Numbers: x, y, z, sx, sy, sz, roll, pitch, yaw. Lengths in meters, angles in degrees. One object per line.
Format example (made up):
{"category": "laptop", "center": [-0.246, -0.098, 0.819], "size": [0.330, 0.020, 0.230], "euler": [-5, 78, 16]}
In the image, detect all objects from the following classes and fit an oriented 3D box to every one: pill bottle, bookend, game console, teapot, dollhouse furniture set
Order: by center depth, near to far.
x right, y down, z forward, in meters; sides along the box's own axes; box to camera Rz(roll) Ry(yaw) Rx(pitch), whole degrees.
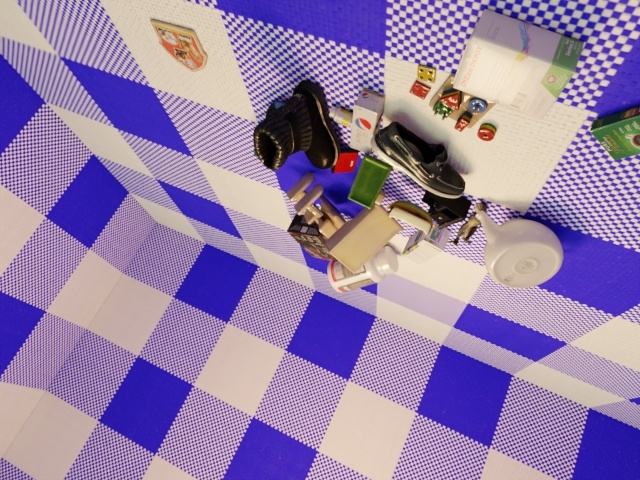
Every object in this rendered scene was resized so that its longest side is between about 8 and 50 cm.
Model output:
{"category": "pill bottle", "center": [0.071, -0.384, 1.462], "size": [0.083, 0.043, 0.043], "euler": [26, 161, 4]}
{"category": "teapot", "center": [0.654, 0.021, 1.541], "size": [0.252, 0.187, 0.256], "euler": [-9, 130, 13]}
{"category": "dollhouse furniture set", "center": [0.265, -0.162, 1.566], "size": [0.301, 0.151, 0.197], "euler": [26, -161, 6]}
{"category": "bookend", "center": [0.410, -0.123, 1.639], "size": [0.157, 0.072, 0.156], "euler": [32, 160, -12]}
{"category": "game console", "center": [0.064, -0.312, 1.697], "size": [0.124, 0.085, 0.144], "euler": [-4, 161, -5]}
{"category": "dollhouse furniture set", "center": [0.112, -0.096, 1.887], "size": [0.362, 0.256, 0.394], "euler": [41, -170, -32]}
{"category": "pill bottle", "center": [0.206, 0.133, 2.274], "size": [0.318, 0.176, 0.176], "euler": [-20, 136, 30]}

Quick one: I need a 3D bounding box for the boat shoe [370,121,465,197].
{"category": "boat shoe", "center": [0.317, -0.245, 1.395], "size": [0.340, 0.127, 0.113], "euler": [31, 135, -13]}

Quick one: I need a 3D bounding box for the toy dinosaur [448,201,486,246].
{"category": "toy dinosaur", "center": [0.515, -0.035, 1.655], "size": [0.064, 0.118, 0.268], "euler": [34, 161, 9]}

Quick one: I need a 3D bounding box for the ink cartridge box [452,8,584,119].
{"category": "ink cartridge box", "center": [0.408, -0.369, 0.995], "size": [0.212, 0.093, 0.154], "euler": [22, 159, 9]}

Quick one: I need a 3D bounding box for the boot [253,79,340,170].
{"category": "boot", "center": [-0.073, -0.295, 1.486], "size": [0.131, 0.260, 0.348], "euler": [16, 149, 31]}

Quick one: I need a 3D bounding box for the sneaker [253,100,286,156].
{"category": "sneaker", "center": [-0.137, -0.384, 1.669], "size": [0.139, 0.125, 0.341], "euler": [10, 168, -17]}

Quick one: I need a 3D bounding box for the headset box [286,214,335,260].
{"category": "headset box", "center": [0.000, 0.000, 2.417], "size": [0.218, 0.110, 0.293], "euler": [10, 154, 39]}

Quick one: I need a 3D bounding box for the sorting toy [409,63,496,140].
{"category": "sorting toy", "center": [0.347, -0.345, 1.201], "size": [0.274, 0.046, 0.132], "euler": [29, 160, -4]}

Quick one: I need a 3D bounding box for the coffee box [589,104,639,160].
{"category": "coffee box", "center": [0.700, -0.242, 1.014], "size": [0.113, 0.040, 0.184], "euler": [35, 159, -20]}

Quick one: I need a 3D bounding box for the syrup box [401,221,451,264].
{"category": "syrup box", "center": [0.429, 0.014, 1.925], "size": [0.096, 0.093, 0.237], "euler": [28, 161, -2]}

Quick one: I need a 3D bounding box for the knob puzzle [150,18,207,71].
{"category": "knob puzzle", "center": [-0.459, -0.626, 1.557], "size": [0.213, 0.030, 0.213], "euler": [24, 160, 9]}

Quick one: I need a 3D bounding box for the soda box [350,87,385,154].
{"category": "soda box", "center": [0.139, -0.353, 1.415], "size": [0.073, 0.069, 0.216], "euler": [23, 161, 9]}
